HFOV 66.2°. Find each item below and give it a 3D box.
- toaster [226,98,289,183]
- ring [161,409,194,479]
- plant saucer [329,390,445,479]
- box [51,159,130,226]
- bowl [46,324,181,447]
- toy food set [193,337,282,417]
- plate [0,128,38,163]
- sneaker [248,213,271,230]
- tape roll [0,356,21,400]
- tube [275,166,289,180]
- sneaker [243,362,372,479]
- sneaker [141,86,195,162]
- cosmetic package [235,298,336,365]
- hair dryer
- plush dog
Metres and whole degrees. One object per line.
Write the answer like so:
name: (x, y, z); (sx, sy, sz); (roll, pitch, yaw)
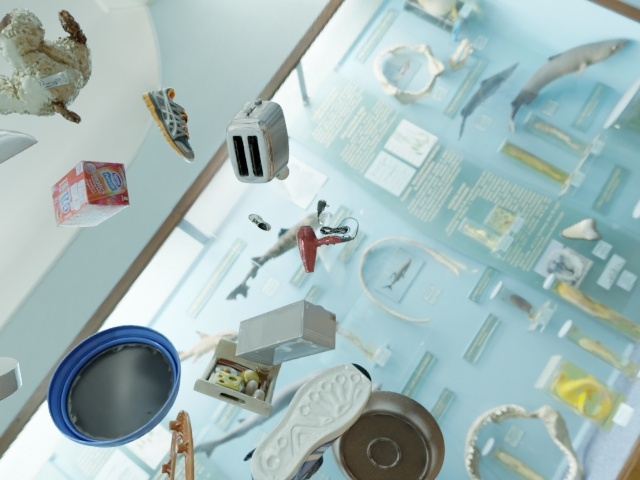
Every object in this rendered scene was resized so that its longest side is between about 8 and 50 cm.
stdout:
toaster: (-0.161, -0.243, 1.277); (0.146, 0.129, 0.226); (-62, -28, -55)
ring: (-0.305, 0.531, 1.026); (0.337, 0.032, 0.336); (-174, 90, -68)
plant saucer: (0.171, 0.554, 1.304); (0.310, 0.311, 0.050); (-61, -8, 13)
box: (-0.672, -0.129, 1.428); (0.257, 0.128, 0.123); (-18, -11, 42)
bowl: (-0.626, 0.445, 1.521); (0.391, 0.391, 0.077); (-49, -26, -34)
toy food set: (-0.229, 0.389, 1.451); (0.306, 0.220, 0.092); (-86, 17, -82)
plate: (-0.666, -0.129, 0.798); (0.278, 0.278, 0.045); (-59, -31, -49)
sneaker: (-0.191, -0.057, 1.528); (0.031, 0.083, 0.037); (-60, -7, 13)
tape roll: (-1.021, 0.405, 1.304); (0.392, 0.392, 0.071); (-18, -78, -71)
tube: (-0.196, -0.267, 1.850); (0.070, 0.240, 0.062); (2, -79, -30)
sneaker: (-0.021, 0.425, 1.093); (0.323, 0.130, 0.236); (-41, -23, -22)
sneaker: (-0.368, -0.296, 1.241); (0.083, 0.214, 0.084); (-29, -3, -9)
cosmetic package: (-0.086, 0.235, 1.226); (0.238, 0.127, 0.107); (-22, 52, 39)
hair dryer: (0.000, 0.000, 1.931); (0.080, 0.224, 0.293); (6, -63, -53)
plush dog: (-0.595, -0.380, 1.108); (0.262, 0.211, 0.225); (-45, 23, 37)
